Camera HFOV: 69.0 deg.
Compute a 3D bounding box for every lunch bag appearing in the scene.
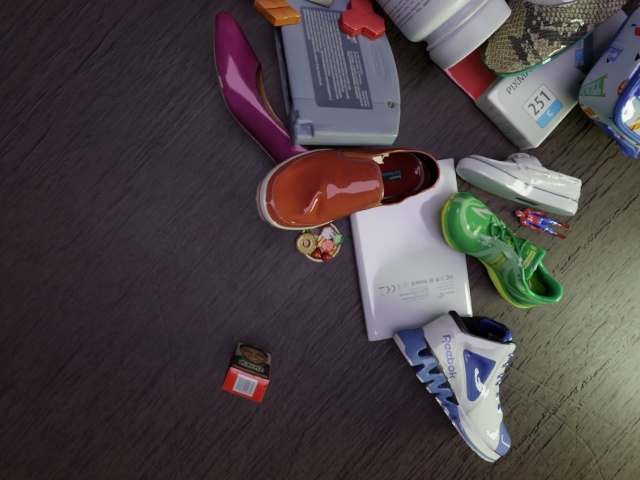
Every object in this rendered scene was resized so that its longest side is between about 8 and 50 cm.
[{"bbox_3d":[0.598,-0.267,0.807,0.303,0.115,0.243,14,113,-35],"label":"lunch bag"}]

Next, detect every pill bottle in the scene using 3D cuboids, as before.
[{"bbox_3d":[0.164,-0.430,0.747,0.160,0.160,0.283,-43,102,-1],"label":"pill bottle"}]

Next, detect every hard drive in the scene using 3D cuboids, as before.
[{"bbox_3d":[0.169,0.018,0.895,0.210,0.040,0.319,-9,96,-5],"label":"hard drive"}]

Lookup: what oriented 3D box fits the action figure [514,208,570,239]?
[{"bbox_3d":[0.438,-0.037,0.924,0.115,0.030,0.038,19,98,-5],"label":"action figure"}]

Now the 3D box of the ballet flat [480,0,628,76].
[{"bbox_3d":[0.471,-0.461,0.749,0.483,0.182,0.164,-29,54,3],"label":"ballet flat"}]

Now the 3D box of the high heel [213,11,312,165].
[{"bbox_3d":[-0.054,-0.214,0.808,0.181,0.127,0.377,-14,110,9],"label":"high heel"}]

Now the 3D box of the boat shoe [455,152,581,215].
[{"bbox_3d":[0.379,-0.123,0.887,0.258,0.095,0.084,18,89,-17],"label":"boat shoe"}]

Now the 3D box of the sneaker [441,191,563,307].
[{"bbox_3d":[0.339,0.013,0.851,0.295,0.123,0.109,41,70,-18],"label":"sneaker"}]

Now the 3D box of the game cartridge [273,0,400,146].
[{"bbox_3d":[0.030,-0.292,0.786,0.198,0.062,0.297,-1,70,-23],"label":"game cartridge"}]

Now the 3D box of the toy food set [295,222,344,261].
[{"bbox_3d":[0.000,0.000,0.888,0.083,0.020,0.082,35,91,-7],"label":"toy food set"}]

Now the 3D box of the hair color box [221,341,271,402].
[{"bbox_3d":[-0.129,0.231,0.833,0.072,0.141,0.043,22,92,-7],"label":"hair color box"}]

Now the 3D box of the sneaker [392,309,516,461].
[{"bbox_3d":[0.293,0.248,0.857,0.182,0.127,0.315,-36,105,7],"label":"sneaker"}]

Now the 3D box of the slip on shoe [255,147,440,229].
[{"bbox_3d":[0.053,-0.093,0.748,0.331,0.101,0.123,-13,97,-27],"label":"slip on shoe"}]

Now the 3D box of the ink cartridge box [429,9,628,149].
[{"bbox_3d":[0.400,-0.367,0.875,0.261,0.066,0.296,42,90,-8],"label":"ink cartridge box"}]

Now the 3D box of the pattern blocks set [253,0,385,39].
[{"bbox_3d":[-0.044,-0.478,0.784,0.325,0.026,0.285,5,71,-16],"label":"pattern blocks set"}]
